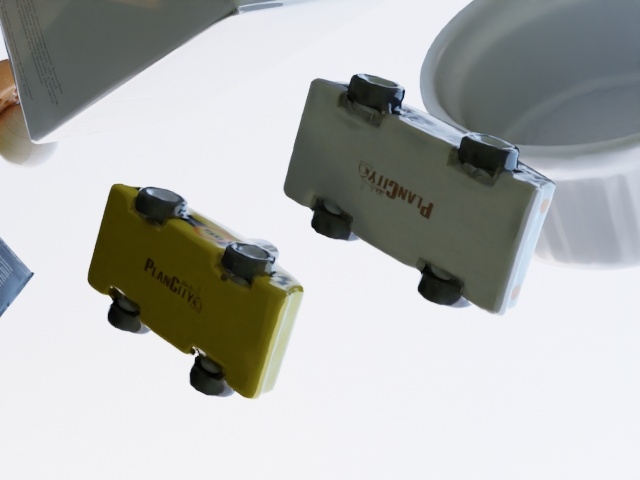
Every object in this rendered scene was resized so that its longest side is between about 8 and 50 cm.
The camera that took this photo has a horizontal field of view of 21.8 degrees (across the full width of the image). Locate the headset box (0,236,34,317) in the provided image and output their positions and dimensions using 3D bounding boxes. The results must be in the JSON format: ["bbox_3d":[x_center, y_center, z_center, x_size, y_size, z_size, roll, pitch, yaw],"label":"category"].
[{"bbox_3d":[-0.369,0.033,1.138,0.131,0.246,0.283,-31,-161,29],"label":"headset box"}]

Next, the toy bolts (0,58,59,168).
[{"bbox_3d":[-0.264,-0.141,1.590,0.158,0.218,0.228,38,-112,15],"label":"toy bolts"}]

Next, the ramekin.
[{"bbox_3d":[0.226,-0.101,1.292,0.277,0.135,0.277,-13,-144,10],"label":"ramekin"}]

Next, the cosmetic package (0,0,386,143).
[{"bbox_3d":[-0.105,-0.209,1.193,0.365,0.155,0.196,-18,-94,58],"label":"cosmetic package"}]

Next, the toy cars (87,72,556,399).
[{"bbox_3d":[0.000,0.000,1.072,0.394,0.087,0.176,-23,-103,42],"label":"toy cars"}]
